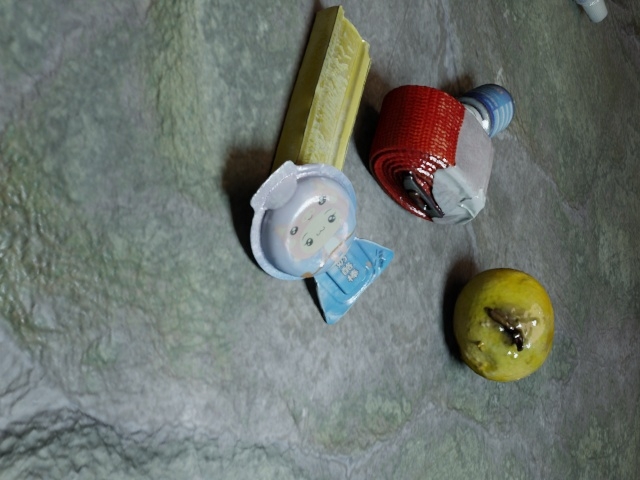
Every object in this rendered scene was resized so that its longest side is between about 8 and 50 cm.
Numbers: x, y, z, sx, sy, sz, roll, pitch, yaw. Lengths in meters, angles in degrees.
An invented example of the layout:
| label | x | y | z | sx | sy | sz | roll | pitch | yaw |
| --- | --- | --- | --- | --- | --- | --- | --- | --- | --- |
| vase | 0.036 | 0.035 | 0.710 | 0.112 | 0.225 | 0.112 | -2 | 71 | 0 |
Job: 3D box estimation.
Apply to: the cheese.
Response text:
| label | x | y | z | sx | sy | sz | roll | pitch | yaw |
| --- | --- | --- | --- | --- | --- | --- | --- | --- | --- |
| cheese | 0.000 | 0.000 | 0.939 | 0.135 | 0.052 | 0.245 | -46 | 138 | -5 |

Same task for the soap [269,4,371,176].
| label | x | y | z | sx | sy | sz | roll | pitch | yaw |
| --- | --- | --- | --- | --- | --- | --- | --- | --- | --- |
| soap | 0.005 | -0.152 | 1.003 | 0.092 | 0.037 | 0.252 | 43 | 53 | -47 |

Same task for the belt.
| label | x | y | z | sx | sy | sz | roll | pitch | yaw |
| --- | --- | --- | --- | --- | --- | --- | --- | --- | --- |
| belt | 0.146 | -0.101 | 1.127 | 0.201 | 0.128 | 0.124 | 40 | 56 | -43 |

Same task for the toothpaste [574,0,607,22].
| label | x | y | z | sx | sy | sz | roll | pitch | yaw |
| --- | --- | --- | --- | --- | --- | --- | --- | --- | --- |
| toothpaste | 0.553 | -0.595 | 1.847 | 0.282 | 0.068 | 0.099 | 48 | 19 | -31 |

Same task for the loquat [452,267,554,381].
| label | x | y | z | sx | sy | sz | roll | pitch | yaw |
| --- | --- | --- | --- | --- | --- | --- | --- | --- | --- |
| loquat | 0.281 | 0.128 | 1.297 | 0.204 | 0.149 | 0.172 | 3 | 83 | -70 |

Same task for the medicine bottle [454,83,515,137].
| label | x | y | z | sx | sy | sz | roll | pitch | yaw |
| --- | --- | --- | --- | --- | --- | --- | --- | --- | --- |
| medicine bottle | 0.228 | -0.183 | 1.297 | 0.203 | 0.083 | 0.084 | -35 | 116 | -51 |
